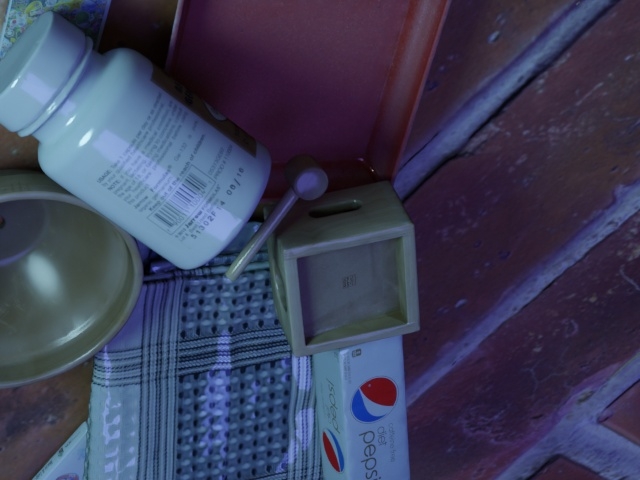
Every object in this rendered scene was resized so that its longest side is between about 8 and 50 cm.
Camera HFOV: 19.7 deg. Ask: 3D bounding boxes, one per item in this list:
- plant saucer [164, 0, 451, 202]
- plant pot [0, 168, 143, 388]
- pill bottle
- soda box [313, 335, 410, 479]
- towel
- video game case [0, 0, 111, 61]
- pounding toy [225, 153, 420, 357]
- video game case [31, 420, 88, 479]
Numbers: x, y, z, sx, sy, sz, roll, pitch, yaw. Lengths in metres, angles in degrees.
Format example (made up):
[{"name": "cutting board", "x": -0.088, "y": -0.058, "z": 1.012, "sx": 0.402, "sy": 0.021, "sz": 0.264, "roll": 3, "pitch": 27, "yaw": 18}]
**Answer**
[{"name": "plant saucer", "x": -0.029, "y": -0.147, "z": 1.677, "sx": 0.258, "sy": 0.048, "sz": 0.259, "roll": -3, "pitch": 131, "yaw": -22}, {"name": "plant pot", "x": -0.287, "y": 0.016, "z": 1.666, "sx": 0.237, "sy": 0.110, "sz": 0.237, "roll": -13, "pitch": 135, "yaw": -14}, {"name": "pill bottle", "x": -0.166, "y": -0.088, "z": 1.560, "sx": 0.229, "sy": 0.131, "sz": 0.131, "roll": 36, "pitch": 111, "yaw": -22}, {"name": "soda box", "x": 0.042, "y": 0.174, "z": 1.871, "sx": 0.074, "sy": 0.069, "sz": 0.216, "roll": -17, "pitch": 123, "yaw": -21}, {"name": "towel", "x": -0.082, "y": 0.123, "z": 1.845, "sx": 0.312, "sy": 0.056, "sz": 0.324, "roll": -3, "pitch": 115, "yaw": -22}, {"name": "video game case", "x": -0.223, "y": -0.196, "z": 1.565, "sx": 0.087, "sy": 0.011, "sz": 0.122, "roll": 1, "pitch": 130, "yaw": -26}, {"name": "pounding toy", "x": -0.009, "y": -0.003, "z": 1.732, "sx": 0.181, "sy": 0.094, "sz": 0.206, "roll": -12, "pitch": 125, "yaw": -10}, {"name": "video game case", "x": -0.235, "y": 0.266, "z": 1.996, "sx": 0.157, "sy": 0.019, "sz": 0.143, "roll": 25, "pitch": 117, "yaw": -39}]
